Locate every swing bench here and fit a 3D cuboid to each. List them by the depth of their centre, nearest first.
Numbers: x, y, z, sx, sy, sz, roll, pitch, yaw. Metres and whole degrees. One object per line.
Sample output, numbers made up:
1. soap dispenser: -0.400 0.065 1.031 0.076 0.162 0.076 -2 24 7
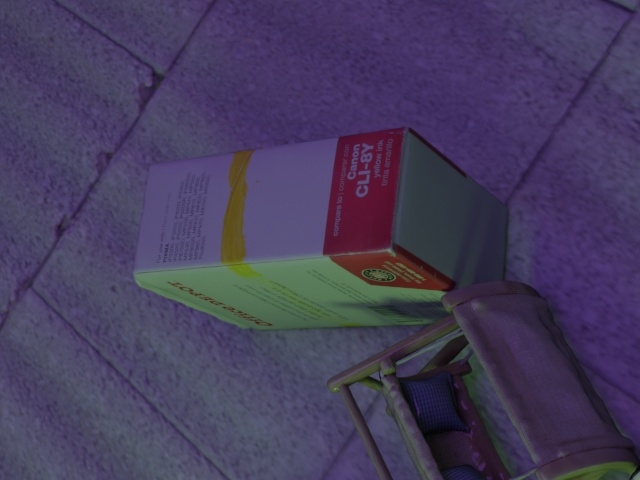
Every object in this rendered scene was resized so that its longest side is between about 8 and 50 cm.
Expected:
1. swing bench: 0.187 0.208 1.443 0.255 0.165 0.253 -38 55 16

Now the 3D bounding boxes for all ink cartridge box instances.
1. ink cartridge box: 0.000 0.000 1.576 0.385 0.279 0.160 -6 69 33

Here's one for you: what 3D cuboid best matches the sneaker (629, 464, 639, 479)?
1. sneaker: 0.448 0.208 1.291 0.118 0.107 0.279 49 125 11
